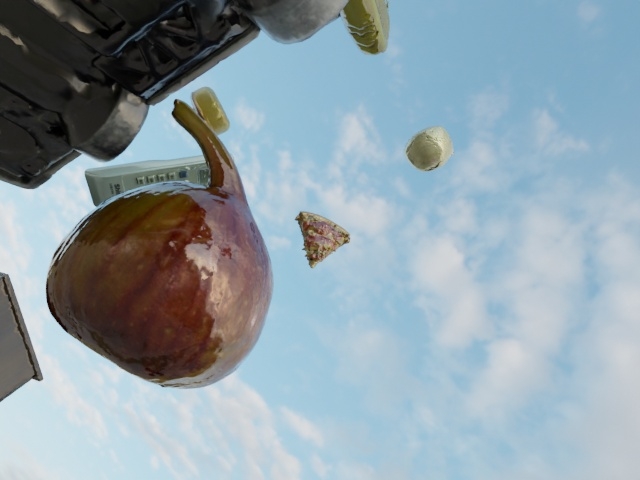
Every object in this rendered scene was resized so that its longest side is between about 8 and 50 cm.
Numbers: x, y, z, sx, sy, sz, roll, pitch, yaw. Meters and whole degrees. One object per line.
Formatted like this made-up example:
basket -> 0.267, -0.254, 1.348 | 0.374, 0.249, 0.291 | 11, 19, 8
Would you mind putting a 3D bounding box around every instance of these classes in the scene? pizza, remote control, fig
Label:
pizza -> 0.000, 0.000, 1.780 | 0.188, 0.198, 0.062 | 22, -40, -10
remote control -> -0.180, -0.071, 0.668 | 0.061, 0.162, 0.029 | 105, -30, -55
fig -> -0.106, 0.009, 0.475 | 0.175, 0.207, 0.175 | 33, -9, 6

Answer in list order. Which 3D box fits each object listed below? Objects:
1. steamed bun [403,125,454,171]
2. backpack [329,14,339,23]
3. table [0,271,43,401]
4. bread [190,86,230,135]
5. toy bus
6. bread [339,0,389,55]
steamed bun -> 0.288, -0.240, 1.557 | 0.130, 0.090, 0.112 | -23, -48, 20
backpack -> -0.035, -0.643, 1.608 | 0.140, 0.253, 0.207 | 56, 3, -20
table -> -0.500, 0.145, 0.724 | 0.169, 0.193, 0.172 | 9, -63, 26
bread -> -0.334, -0.388, 1.723 | 0.156, 0.086, 0.125 | 63, -3, 13
toy bus -> -0.166, -0.236, 0.433 | 0.440, 0.249, 0.209 | -23, -38, 31
bread -> 0.083, -0.628, 1.438 | 0.112, 0.166, 0.383 | -2, -28, 21
